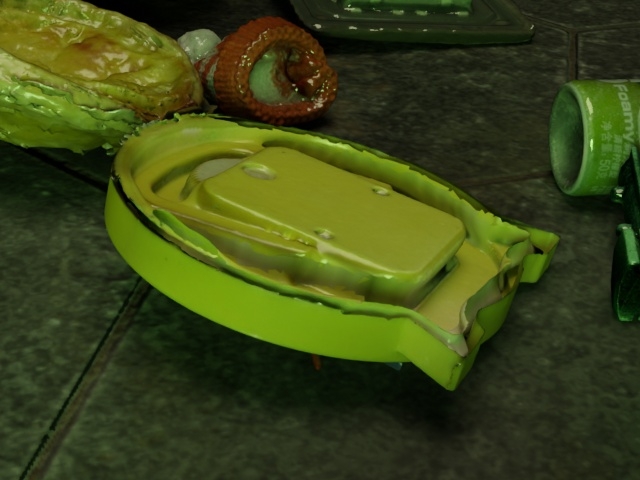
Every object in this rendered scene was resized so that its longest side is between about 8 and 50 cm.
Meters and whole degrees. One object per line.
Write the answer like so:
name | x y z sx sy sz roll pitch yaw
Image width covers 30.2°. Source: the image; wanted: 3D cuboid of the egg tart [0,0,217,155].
egg tart | -0.221 -0.136 0.960 0.279 0.095 0.279 19 21 -8

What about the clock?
clock | -0.003 0.003 0.793 0.293 0.071 0.277 27 27 21

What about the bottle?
bottle | 0.354 -0.086 0.952 0.330 0.093 0.093 -2 31 -9

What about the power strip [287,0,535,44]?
power strip | 0.077 -0.293 1.277 0.257 0.092 0.251 -3 28 -17

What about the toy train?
toy train | 0.256 -0.011 0.832 0.111 0.071 0.170 1 38 6

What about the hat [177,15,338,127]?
hat | -0.074 -0.151 1.053 0.112 0.093 0.162 -9 13 -37
